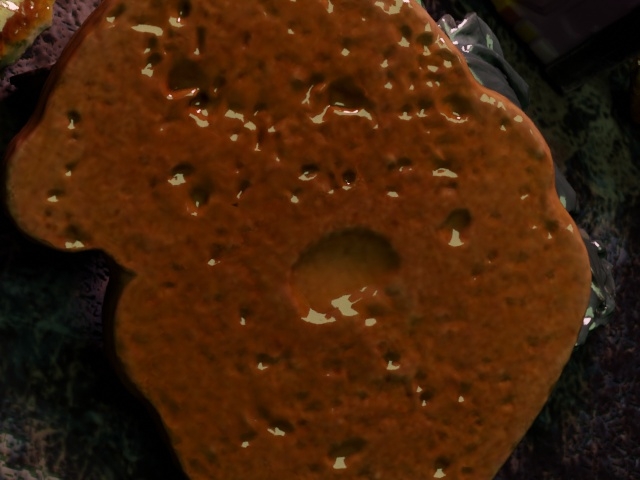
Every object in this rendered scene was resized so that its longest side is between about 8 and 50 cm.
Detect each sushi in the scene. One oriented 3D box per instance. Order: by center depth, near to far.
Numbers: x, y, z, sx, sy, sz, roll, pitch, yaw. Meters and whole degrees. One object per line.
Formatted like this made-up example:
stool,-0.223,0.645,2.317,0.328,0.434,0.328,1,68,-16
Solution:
sushi,0.304,-0.126,1.789,0.099,0.050,0.047,41,58,-38

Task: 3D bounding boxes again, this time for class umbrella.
umbrella,0.133,-0.069,1.622,0.349,0.094,0.143,60,32,-6

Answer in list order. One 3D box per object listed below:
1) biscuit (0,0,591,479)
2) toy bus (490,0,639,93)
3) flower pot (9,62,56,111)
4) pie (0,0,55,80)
biscuit,0.000,0.000,1.406,0.349,0.078,0.455,-32,105,-3
toy bus,0.309,-0.364,1.794,0.249,0.209,0.440,47,54,-9
flower pot,-0.160,-0.089,1.434,0.111,0.111,0.089,-20,98,-38
pie,-0.276,-0.206,1.406,0.178,0.084,0.205,9,69,-31
